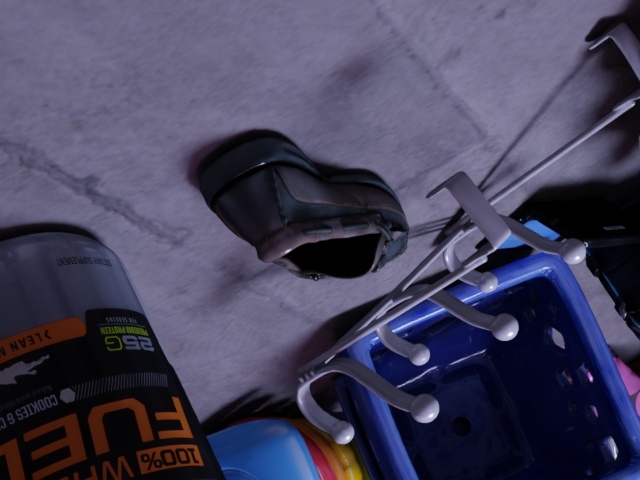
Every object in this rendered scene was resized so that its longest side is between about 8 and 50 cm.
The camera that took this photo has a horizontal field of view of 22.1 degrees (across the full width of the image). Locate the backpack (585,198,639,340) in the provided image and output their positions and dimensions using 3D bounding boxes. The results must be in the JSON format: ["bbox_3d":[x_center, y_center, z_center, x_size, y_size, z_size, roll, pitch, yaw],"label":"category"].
[{"bbox_3d":[0.368,0.017,1.549,0.188,0.166,0.144,-40,127,12],"label":"backpack"}]

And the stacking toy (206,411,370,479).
[{"bbox_3d":[0.003,0.238,1.690,0.175,0.166,0.302,-23,176,35],"label":"stacking toy"}]

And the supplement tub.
[{"bbox_3d":[-0.161,0.170,1.075,0.193,0.316,0.193,-24,159,-10],"label":"supplement tub"}]

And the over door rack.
[{"bbox_3d":[0.127,0.016,1.249,0.239,0.108,0.324,-42,171,-37],"label":"over door rack"}]

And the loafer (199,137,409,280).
[{"bbox_3d":[0.000,0.000,1.198,0.096,0.084,0.267,-34,158,17],"label":"loafer"}]

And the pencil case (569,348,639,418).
[{"bbox_3d":[0.400,0.228,2.044,0.095,0.209,0.098,-45,177,10],"label":"pencil case"}]

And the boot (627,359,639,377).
[{"bbox_3d":[0.482,0.191,2.221,0.213,0.077,0.165,-25,159,14],"label":"boot"}]

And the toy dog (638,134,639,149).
[{"bbox_3d":[0.440,0.030,1.228,0.284,0.408,0.395,-18,144,-42],"label":"toy dog"}]

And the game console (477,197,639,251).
[{"bbox_3d":[0.226,0.002,1.498,0.122,0.107,0.071,-5,121,-45],"label":"game console"}]

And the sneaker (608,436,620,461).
[{"bbox_3d":[0.468,0.280,2.165,0.110,0.118,0.292,-3,158,-20],"label":"sneaker"}]

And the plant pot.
[{"bbox_3d":[0.151,0.174,1.582,0.236,0.236,0.212,-21,169,-13],"label":"plant pot"}]
